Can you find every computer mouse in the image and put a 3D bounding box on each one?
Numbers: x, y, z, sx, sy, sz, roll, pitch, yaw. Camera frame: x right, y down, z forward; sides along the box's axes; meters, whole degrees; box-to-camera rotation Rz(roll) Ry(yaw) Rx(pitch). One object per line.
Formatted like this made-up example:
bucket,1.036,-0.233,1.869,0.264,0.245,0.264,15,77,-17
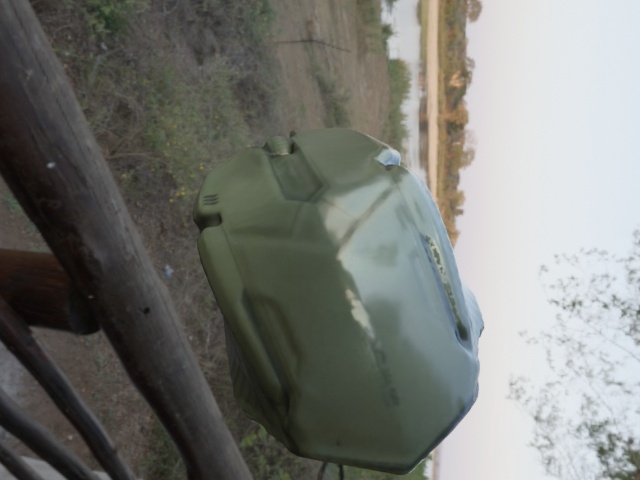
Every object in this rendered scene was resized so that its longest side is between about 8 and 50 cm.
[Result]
computer mouse,-0.001,-0.004,0.478,0.429,0.228,0.145,-114,-172,-46
